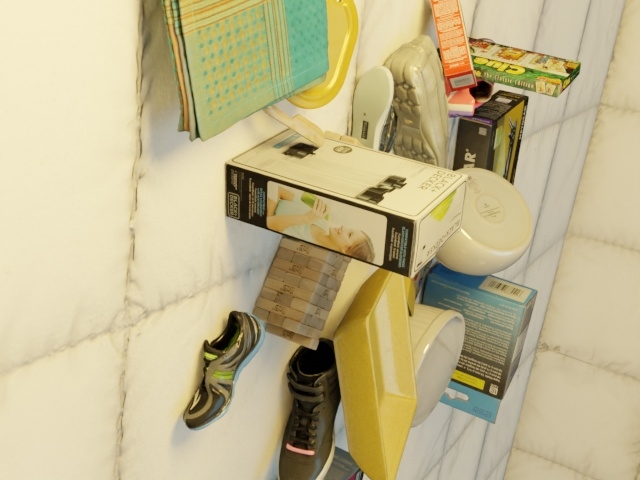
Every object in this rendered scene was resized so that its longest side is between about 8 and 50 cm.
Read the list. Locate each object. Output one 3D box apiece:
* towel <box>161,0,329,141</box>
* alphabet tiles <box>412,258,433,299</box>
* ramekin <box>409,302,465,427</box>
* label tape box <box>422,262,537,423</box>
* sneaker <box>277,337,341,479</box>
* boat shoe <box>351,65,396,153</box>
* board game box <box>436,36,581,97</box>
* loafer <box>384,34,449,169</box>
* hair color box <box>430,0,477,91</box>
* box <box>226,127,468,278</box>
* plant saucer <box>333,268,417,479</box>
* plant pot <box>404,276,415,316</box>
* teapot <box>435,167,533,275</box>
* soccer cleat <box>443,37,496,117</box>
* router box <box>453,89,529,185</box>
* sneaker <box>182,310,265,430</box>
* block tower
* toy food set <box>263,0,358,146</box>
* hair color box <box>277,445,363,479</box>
[{"bbox_3d":[-0.086,-0.329,0.979,0.271,0.040,0.370,-35,129,-44],"label":"towel"},{"bbox_3d":[0.195,0.084,1.900,0.237,0.009,0.198,-65,154,-11],"label":"alphabet tiles"},{"bbox_3d":[0.203,0.261,1.883,0.273,0.127,0.272,-41,144,-40],"label":"ramekin"},{"bbox_3d":[0.358,0.240,2.057,0.106,0.241,0.333,-36,140,-54],"label":"label tape box"},{"bbox_3d":[-0.027,0.302,1.509,0.295,0.105,0.147,-70,154,-20],"label":"sneaker"},{"bbox_3d":[0.097,-0.215,1.450,0.083,0.065,0.183,-36,145,-51],"label":"boat shoe"},{"bbox_3d":[0.350,-0.336,1.633,0.136,0.260,0.030,-44,145,-44],"label":"board game box"},{"bbox_3d":[0.194,-0.228,1.572,0.111,0.112,0.319,-48,146,-25],"label":"loafer"},{"bbox_3d":[0.238,-0.363,1.536,0.093,0.053,0.167,31,50,-72],"label":"hair color box"},{"bbox_3d":[0.035,-0.060,1.166,0.169,0.290,0.087,-36,138,-49],"label":"box"},{"bbox_3d":[0.101,0.231,1.563,0.333,0.081,0.332,-52,137,-67],"label":"plant saucer"},{"bbox_3d":[0.154,0.099,1.753,0.081,0.081,0.083,65,36,-55],"label":"plant pot"},{"bbox_3d":[0.314,-0.018,1.841,0.187,0.256,0.252,128,-21,-51],"label":"teapot"},{"bbox_3d":[0.312,-0.323,1.731,0.318,0.116,0.108,-40,140,-47],"label":"soccer cleat"},{"bbox_3d":[0.395,-0.176,2.034,0.243,0.081,0.308,-38,139,-48],"label":"router box"},{"bbox_3d":[-0.151,0.185,1.242,0.078,0.067,0.188,41,71,-40],"label":"sneaker"},{"bbox_3d":[0.000,0.000,1.368,0.097,0.091,0.335,30,79,-63],"label":"block tower"},{"bbox_3d":[-0.029,-0.253,1.182,0.128,0.071,0.217,18,88,-40],"label":"toy food set"},{"bbox_3d":[-0.059,0.554,1.596,0.374,0.114,0.185,-30,133,-53],"label":"hair color box"}]
